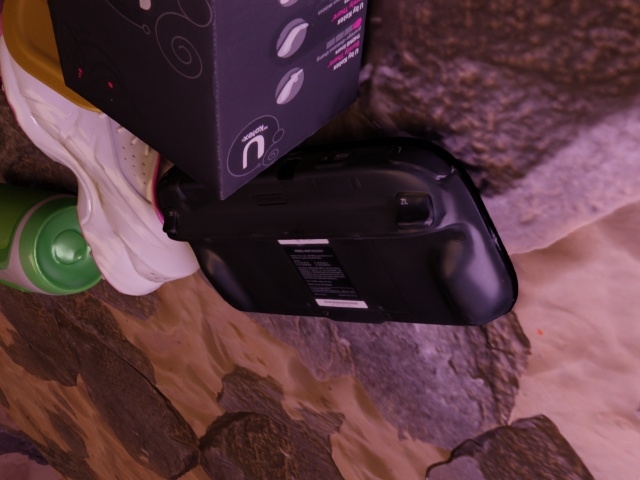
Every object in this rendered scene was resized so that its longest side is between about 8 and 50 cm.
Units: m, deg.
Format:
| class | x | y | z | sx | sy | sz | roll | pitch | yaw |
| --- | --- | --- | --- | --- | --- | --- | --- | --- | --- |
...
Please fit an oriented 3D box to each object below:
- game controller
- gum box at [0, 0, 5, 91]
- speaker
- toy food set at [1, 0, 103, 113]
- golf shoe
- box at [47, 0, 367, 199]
| class | x | y | z | sx | sy | sz | roll | pitch | yaw |
| --- | --- | --- | --- | --- | --- | --- | --- | --- | --- |
| game controller | 0.000 | 0.000 | 0.718 | 0.319 | 0.067 | 0.166 | 0 | 139 | 44 |
| gum box | -0.393 | -0.229 | 0.945 | 0.188 | 0.107 | 0.062 | 47 | 150 | 3 |
| speaker | -0.387 | -0.007 | 1.166 | 0.296 | 0.131 | 0.131 | 10 | 132 | 48 |
| toy food set | -0.191 | -0.183 | 0.759 | 0.218 | 0.128 | 0.071 | 35 | -178 | 19 |
| golf shoe | -0.191 | -0.097 | 0.859 | 0.140 | 0.115 | 0.306 | -15 | 111 | 30 |
| box | -0.071 | -0.187 | 0.539 | 0.165 | 0.143 | 0.270 | 36 | 148 | 23 |
